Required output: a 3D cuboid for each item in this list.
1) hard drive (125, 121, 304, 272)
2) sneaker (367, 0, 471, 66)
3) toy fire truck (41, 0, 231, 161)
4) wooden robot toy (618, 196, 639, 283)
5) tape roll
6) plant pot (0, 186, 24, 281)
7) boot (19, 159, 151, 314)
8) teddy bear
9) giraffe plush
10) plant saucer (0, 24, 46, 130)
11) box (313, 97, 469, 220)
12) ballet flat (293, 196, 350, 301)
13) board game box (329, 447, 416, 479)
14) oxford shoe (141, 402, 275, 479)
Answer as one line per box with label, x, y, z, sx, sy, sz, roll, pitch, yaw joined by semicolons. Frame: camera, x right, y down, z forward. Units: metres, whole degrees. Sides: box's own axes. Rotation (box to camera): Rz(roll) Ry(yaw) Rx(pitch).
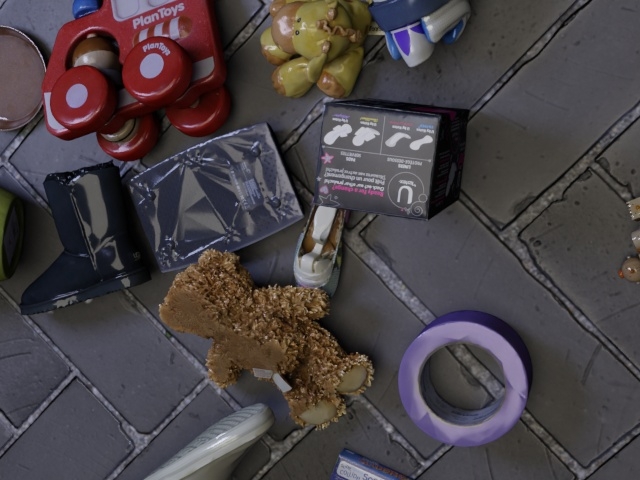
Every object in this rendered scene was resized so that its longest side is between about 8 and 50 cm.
hard drive;-0.158;-0.066;1.736;0.255;0.054;0.172;-21;92;18
sneaker;0.089;-0.349;1.488;0.130;0.323;0.236;-13;88;41
toy fire truck;-0.282;-0.277;1.700;0.302;0.169;0.254;-16;70;17
wooden robot toy;0.449;0.030;1.575;0.079;0.076;0.173;-21;92;29
tape roll;0.214;0.202;1.661;0.189;0.080;0.189;3;100;16
plant pot;-0.633;-0.022;1.790;0.294;0.275;0.274;6;101;-1
boot;-0.397;-0.004;1.789;0.246;0.094;0.207;-17;92;24
teddy bear;-0.075;0.148;1.717;0.338;0.113;0.245;24;130;8
giraffe plush;-0.002;-0.289;1.595;0.210;0.170;0.181;-14;94;17
plant saucer;-0.510;-0.262;1.818;0.168;0.029;0.168;3;100;16
box;0.102;-0.116;1.553;0.163;0.247;0.142;8;100;15
ballet flat;0.000;0.000;1.689;0.077;0.079;0.221;17;103;12
board game box;0.101;0.426;1.751;0.201;0.035;0.136;23;104;11
oxford shoe;-0.215;0.403;1.772;0.449;0.169;0.130;-41;83;25
